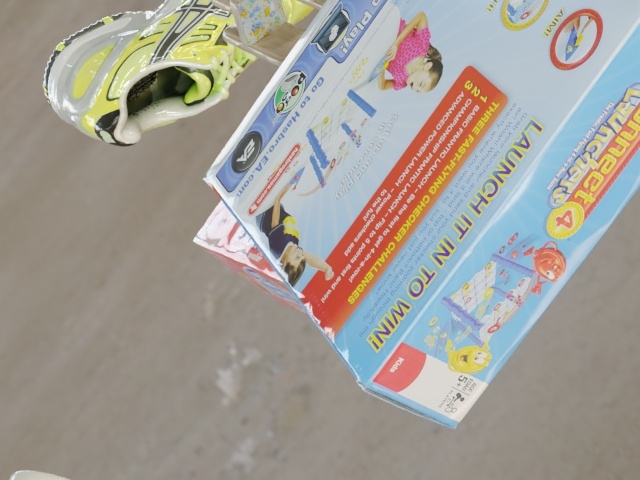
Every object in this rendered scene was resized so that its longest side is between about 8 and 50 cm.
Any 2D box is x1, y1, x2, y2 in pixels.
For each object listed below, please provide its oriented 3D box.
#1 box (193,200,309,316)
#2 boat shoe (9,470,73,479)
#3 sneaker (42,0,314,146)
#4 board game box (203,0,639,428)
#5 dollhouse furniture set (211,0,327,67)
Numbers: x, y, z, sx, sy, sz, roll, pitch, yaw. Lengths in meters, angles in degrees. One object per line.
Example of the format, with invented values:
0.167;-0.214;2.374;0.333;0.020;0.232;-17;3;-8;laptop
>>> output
0.000;0.000;2.018;0.154;0.142;0.300;-56;27;-6;box
-0.092;0.198;1.028;0.075;0.206;0.065;128;162;-61;boat shoe
-0.121;-0.222;2.040;0.385;0.145;0.147;-34;49;-12;sneaker
0.085;-0.082;1.222;0.308;0.086;0.302;-54;37;12;board game box
0.025;-0.277;1.438;0.242;0.212;0.161;-39;45;-23;dollhouse furniture set
